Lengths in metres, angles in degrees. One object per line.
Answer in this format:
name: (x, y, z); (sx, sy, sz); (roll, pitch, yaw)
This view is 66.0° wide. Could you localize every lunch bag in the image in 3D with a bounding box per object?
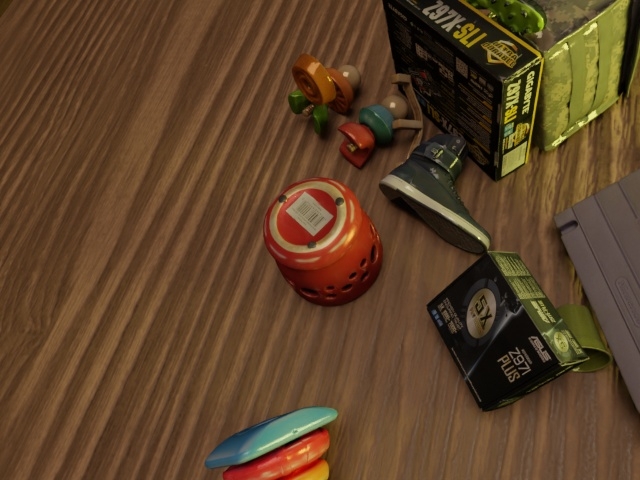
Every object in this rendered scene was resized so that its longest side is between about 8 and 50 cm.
lunch bag: (0.448, -0.336, 0.838); (0.287, 0.235, 0.169); (-36, 53, 0)

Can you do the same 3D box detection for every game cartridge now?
game cartridge: (0.485, 0.063, 0.657); (0.230, 0.068, 0.355); (-34, 50, 37)

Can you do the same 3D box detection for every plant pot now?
plant pot: (0.373, 0.139, 0.721); (0.083, 0.083, 0.079); (-1, 52, 18)
plant pot: (0.000, 0.000, 0.859); (0.190, 0.174, 0.191); (-8, 63, 17)

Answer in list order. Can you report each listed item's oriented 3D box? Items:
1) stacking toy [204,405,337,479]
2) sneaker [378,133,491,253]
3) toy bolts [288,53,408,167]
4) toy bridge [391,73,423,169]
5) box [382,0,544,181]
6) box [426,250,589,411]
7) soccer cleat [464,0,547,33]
stacking toy: (-0.027, 0.403, 0.691); (0.175, 0.165, 0.302); (-12, 72, -37)
sneaker: (0.240, -0.094, 0.875); (0.163, 0.086, 0.226); (-44, 66, -12)
toy bolts: (0.065, -0.288, 0.980); (0.158, 0.218, 0.228); (-42, 77, -12)
toy bridge: (0.170, -0.224, 0.956); (0.026, 0.063, 0.188); (2, 96, 58)
box: (0.239, -0.292, 0.875); (0.079, 0.257, 0.322); (-34, 58, -1)
box: (0.261, 0.130, 0.715); (0.147, 0.077, 0.180); (-51, 50, 38)
soccer cleat: (0.284, -0.370, 0.748); (0.072, 0.060, 0.179); (-36, 49, -1)
